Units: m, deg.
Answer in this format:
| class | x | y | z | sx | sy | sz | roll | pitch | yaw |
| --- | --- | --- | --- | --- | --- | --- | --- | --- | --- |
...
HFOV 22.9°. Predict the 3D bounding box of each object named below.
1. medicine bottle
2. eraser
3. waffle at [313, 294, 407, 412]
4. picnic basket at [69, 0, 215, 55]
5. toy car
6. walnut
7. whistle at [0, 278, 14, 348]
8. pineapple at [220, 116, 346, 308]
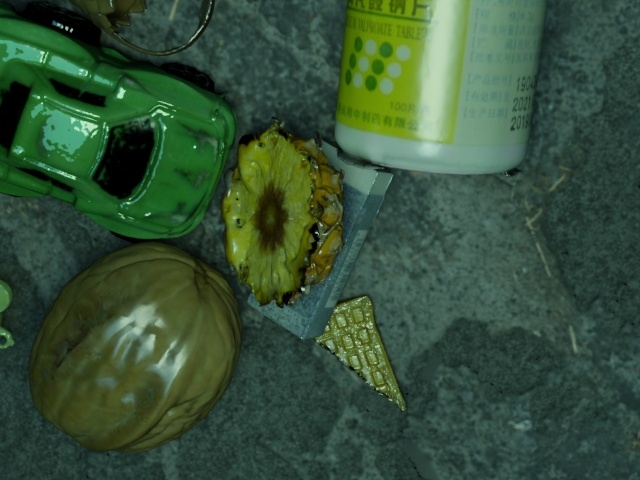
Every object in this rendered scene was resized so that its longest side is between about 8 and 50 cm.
| class | x | y | z | sx | sy | sz | roll | pitch | yaw |
| --- | --- | --- | --- | --- | --- | --- | --- | --- | --- |
| medicine bottle | 0.135 | -0.265 | 1.668 | 0.213 | 0.213 | 0.378 | 6 | 102 | 3 |
| eraser | 0.000 | 0.000 | 1.802 | 0.092 | 0.046 | 0.212 | 32 | 105 | 28 |
| waffle | 0.036 | 0.143 | 1.860 | 0.097 | 0.023 | 0.152 | -18 | 101 | 9 |
| picnic basket | -0.200 | -0.279 | 1.726 | 0.178 | 0.138 | 0.128 | 30 | 102 | 4 |
| toy car | -0.281 | -0.129 | 1.747 | 0.359 | 0.176 | 0.213 | 24 | 104 | -2 |
| walnut | -0.208 | 0.126 | 1.781 | 0.225 | 0.225 | 0.261 | 35 | 108 | -4 |
| whistle | -0.486 | 0.057 | 1.837 | 0.288 | 0.106 | 0.131 | 26 | 109 | -1 |
| pineapple | -0.034 | -0.028 | 1.730 | 0.076 | 0.225 | 0.225 | -1 | 106 | -35 |
